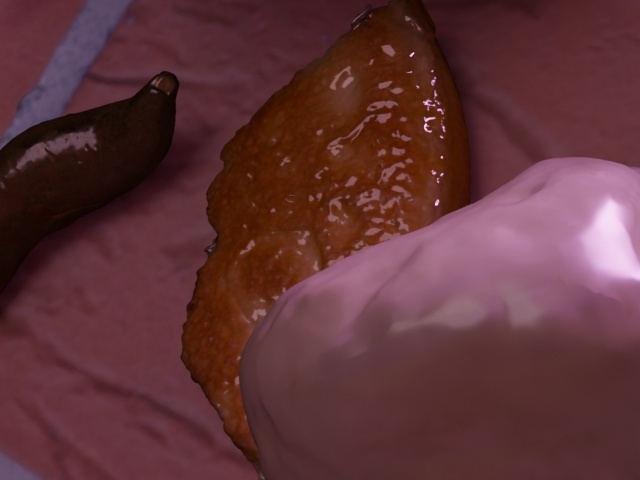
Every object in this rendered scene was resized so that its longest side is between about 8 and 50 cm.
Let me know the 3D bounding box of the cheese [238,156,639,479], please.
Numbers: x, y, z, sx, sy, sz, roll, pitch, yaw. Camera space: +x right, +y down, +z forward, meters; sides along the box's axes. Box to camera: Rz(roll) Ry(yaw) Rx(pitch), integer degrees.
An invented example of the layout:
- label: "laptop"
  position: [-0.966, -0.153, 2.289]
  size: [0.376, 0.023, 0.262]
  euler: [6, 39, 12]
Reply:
- label: "cheese"
  position: [0.073, 0.053, 0.604]
  size: [0.173, 0.248, 0.251]
  euler: [-18, 49, 17]

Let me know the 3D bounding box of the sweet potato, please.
- label: "sweet potato"
  position: [-0.168, -0.012, 0.900]
  size: [0.249, 0.059, 0.069]
  euler: [-42, 63, 10]

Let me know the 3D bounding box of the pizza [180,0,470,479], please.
- label: "pizza"
  position: [0.004, 0.003, 0.786]
  size: [0.134, 0.056, 0.271]
  euler: [-7, 62, 26]
